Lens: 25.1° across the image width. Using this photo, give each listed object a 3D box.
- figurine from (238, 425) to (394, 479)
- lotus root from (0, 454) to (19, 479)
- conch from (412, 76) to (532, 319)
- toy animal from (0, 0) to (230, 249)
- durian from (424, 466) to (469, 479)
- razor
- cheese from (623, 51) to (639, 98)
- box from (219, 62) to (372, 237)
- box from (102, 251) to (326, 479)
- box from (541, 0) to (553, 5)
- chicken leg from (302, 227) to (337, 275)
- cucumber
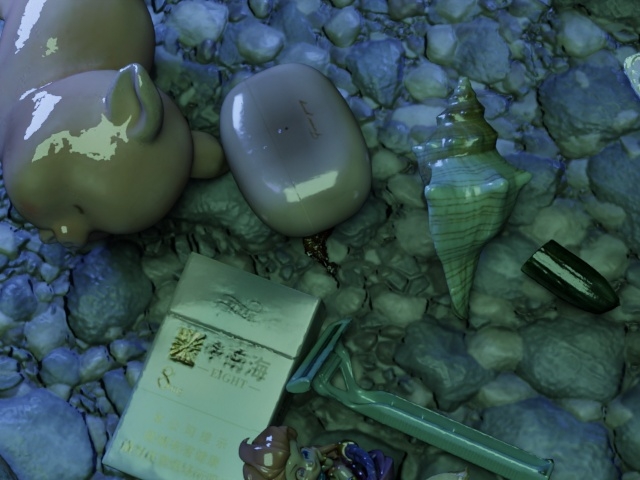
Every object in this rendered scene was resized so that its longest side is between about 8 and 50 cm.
[{"bbox_3d":[-0.012,0.246,1.437,0.157,0.114,0.126,16,60,-8],"label":"figurine"},{"bbox_3d":[-0.361,0.278,1.494,0.113,0.088,0.192,-46,74,10],"label":"lotus root"},{"bbox_3d":[0.157,-0.053,1.489,0.114,0.137,0.233,-14,66,21],"label":"conch"},{"bbox_3d":[-0.250,-0.148,1.544,0.269,0.237,0.326,3,72,20],"label":"toy animal"},{"bbox_3d":[0.097,0.271,1.446,0.130,0.066,0.052,-41,74,-14],"label":"durian"},{"bbox_3d":[0.107,0.186,1.477,0.278,0.056,0.111,28,41,8],"label":"razor"},{"bbox_3d":[0.386,-0.090,1.513,0.127,0.054,0.251,-22,72,2],"label":"cheese"},{"bbox_3d":[-0.028,-0.098,1.542,0.146,0.088,0.200,-23,61,-2],"label":"box"},{"bbox_3d":[-0.108,0.150,1.504,0.155,0.067,0.242,19,79,11],"label":"box"},{"bbox_3d":[0.174,-0.383,1.469,0.200,0.343,0.065,36,82,15],"label":"box"},{"bbox_3d":[-0.002,-0.001,1.556,0.036,0.021,0.083,-3,75,-3],"label":"chicken leg"},{"bbox_3d":[0.264,0.043,1.497,0.105,0.048,0.048,36,82,11],"label":"cucumber"}]
